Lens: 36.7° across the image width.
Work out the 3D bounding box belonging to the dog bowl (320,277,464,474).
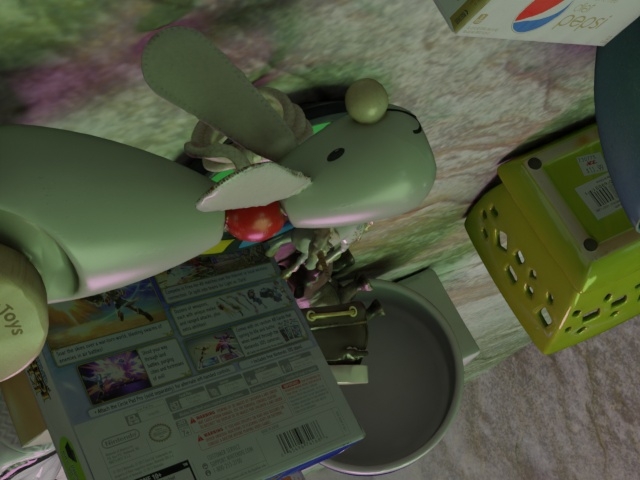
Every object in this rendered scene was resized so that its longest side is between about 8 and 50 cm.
[{"bbox_3d":[0.061,0.191,1.334,0.265,0.265,0.104,-26,164,-6],"label":"dog bowl"}]

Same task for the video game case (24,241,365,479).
[{"bbox_3d":[-0.124,0.123,0.895,0.270,0.244,0.061,-13,159,-38],"label":"video game case"}]

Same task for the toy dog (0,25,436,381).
[{"bbox_3d":[-0.108,-0.053,0.572,0.334,0.220,0.161,-28,133,-23],"label":"toy dog"}]

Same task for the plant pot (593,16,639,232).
[{"bbox_3d":[0.370,-0.165,0.893,0.290,0.195,0.290,-25,163,-8],"label":"plant pot"}]

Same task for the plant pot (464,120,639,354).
[{"bbox_3d":[0.346,-0.020,1.243,0.228,0.227,0.207,-23,156,-12],"label":"plant pot"}]

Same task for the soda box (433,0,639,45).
[{"bbox_3d":[0.170,-0.196,0.719,0.216,0.069,0.074,-8,154,-45],"label":"soda box"}]

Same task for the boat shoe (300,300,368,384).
[{"bbox_3d":[-0.104,0.103,1.043,0.324,0.096,0.116,5,170,-13],"label":"boat shoe"}]

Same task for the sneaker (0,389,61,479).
[{"bbox_3d":[-0.416,0.254,1.011,0.366,0.137,0.210,-24,160,-22],"label":"sneaker"}]

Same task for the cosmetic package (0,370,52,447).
[{"bbox_3d":[-0.273,0.136,0.928,0.041,0.115,0.060,-36,161,26],"label":"cosmetic package"}]

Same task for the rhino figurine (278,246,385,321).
[{"bbox_3d":[0.006,0.063,1.202,0.106,0.073,0.243,-33,152,-1],"label":"rhino figurine"}]

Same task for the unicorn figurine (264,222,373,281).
[{"bbox_3d":[0.000,0.000,0.942,0.111,0.060,0.162,-39,-177,44],"label":"unicorn figurine"}]

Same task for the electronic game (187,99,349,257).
[{"bbox_3d":[-0.039,-0.050,0.859,0.229,0.048,0.229,-25,162,-8],"label":"electronic game"}]

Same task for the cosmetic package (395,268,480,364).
[{"bbox_3d":[0.060,0.237,1.635,0.230,0.161,0.453,-20,161,-25],"label":"cosmetic package"}]

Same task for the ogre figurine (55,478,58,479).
[{"bbox_3d":[-0.454,0.380,1.407,0.118,0.097,0.197,14,123,-39],"label":"ogre figurine"}]

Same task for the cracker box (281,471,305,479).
[{"bbox_3d":[-0.138,0.268,1.308,0.156,0.232,0.067,-30,161,8],"label":"cracker box"}]
